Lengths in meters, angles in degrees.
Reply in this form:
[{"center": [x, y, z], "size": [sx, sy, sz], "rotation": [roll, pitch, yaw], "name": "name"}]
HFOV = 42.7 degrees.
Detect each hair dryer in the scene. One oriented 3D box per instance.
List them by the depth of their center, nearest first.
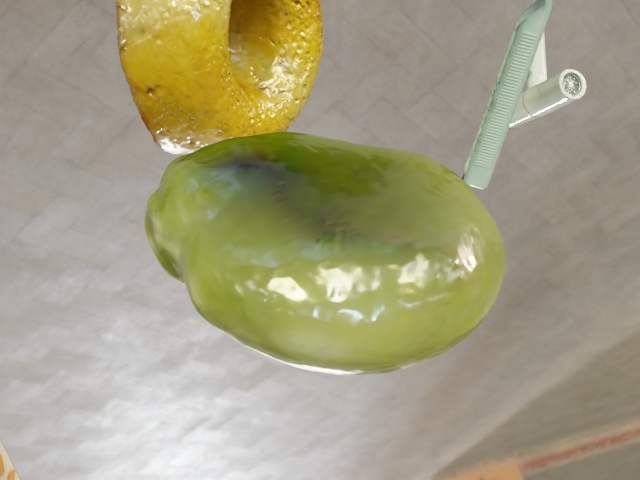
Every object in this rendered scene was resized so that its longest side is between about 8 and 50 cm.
[{"center": [0.300, -0.256, 1.106], "size": [0.044, 0.183, 0.155], "rotation": [9, 172, -19], "name": "hair dryer"}]

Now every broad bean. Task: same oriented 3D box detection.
[{"center": [0.000, 0.000, 0.647], "size": [0.290, 0.238, 0.119], "rotation": [13, 130, 8], "name": "broad bean"}]

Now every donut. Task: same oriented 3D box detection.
[{"center": [-0.095, -0.219, 0.874], "size": [0.277, 0.108, 0.278], "rotation": [-32, 130, -48], "name": "donut"}]

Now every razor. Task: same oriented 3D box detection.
[{"center": [0.188, -0.172, 0.811], "size": [0.056, 0.111, 0.278], "rotation": [9, 129, 8], "name": "razor"}]

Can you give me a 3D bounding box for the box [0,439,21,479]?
[{"center": [-0.496, 0.400, 0.984], "size": [0.122, 0.385, 0.344], "rotation": [-31, 175, 17], "name": "box"}]
